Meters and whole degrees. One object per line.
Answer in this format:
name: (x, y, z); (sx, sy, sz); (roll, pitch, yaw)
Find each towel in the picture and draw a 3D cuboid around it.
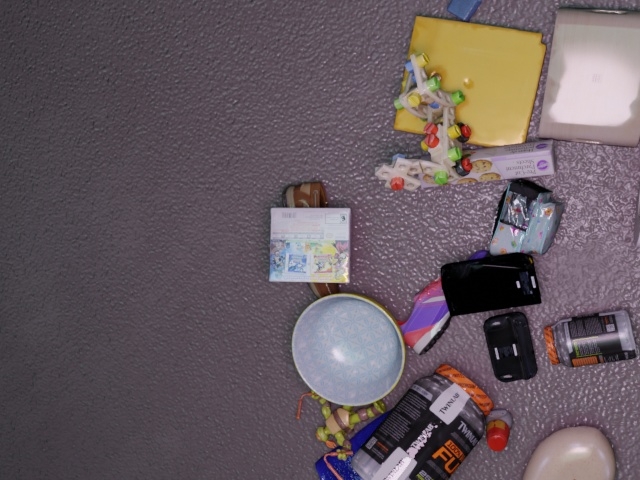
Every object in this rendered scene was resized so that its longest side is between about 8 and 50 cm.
towel: (0.361, -0.591, 1.831); (0.067, 0.029, 0.119); (37, 105, 15)
towel: (0.153, 0.605, 1.989); (0.308, 0.076, 0.227); (-40, 82, 18)

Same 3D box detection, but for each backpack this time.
backpack: (0.476, -0.033, 1.770); (0.144, 0.166, 0.188); (29, 108, 20)

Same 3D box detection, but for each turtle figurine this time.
turtle figurine: (0.067, 0.478, 1.992); (0.217, 0.087, 0.269); (-39, 50, 13)

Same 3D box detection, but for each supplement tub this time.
supplement tub: (0.626, 0.230, 1.766); (0.191, 0.117, 0.116); (-12, 91, 20)
supplement tub: (0.250, 0.476, 1.827); (0.207, 0.207, 0.338); (39, 80, 12)

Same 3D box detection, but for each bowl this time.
bowl: (0.087, 0.261, 1.935); (0.290, 0.156, 0.289); (3, 99, 18)

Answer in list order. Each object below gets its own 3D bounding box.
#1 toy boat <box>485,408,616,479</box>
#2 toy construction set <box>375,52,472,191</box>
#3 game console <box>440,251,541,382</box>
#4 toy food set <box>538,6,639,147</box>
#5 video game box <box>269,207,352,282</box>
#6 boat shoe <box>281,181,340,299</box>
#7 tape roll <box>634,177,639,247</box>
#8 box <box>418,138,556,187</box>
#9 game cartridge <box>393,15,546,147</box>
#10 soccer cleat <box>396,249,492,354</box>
toy boat: (0.540, 0.517, 1.823); (0.318, 0.148, 0.267); (31, 109, 7)
toy construction set: (0.245, -0.245, 1.739); (0.151, 0.215, 0.327); (-8, 57, 46)
game console: (0.421, 0.194, 1.795); (0.213, 0.044, 0.361); (-10, 118, 18)
toy food set: (0.634, -0.371, 1.734); (0.220, 0.092, 0.305); (9, 106, 18)
video game box: (-0.023, 0.012, 1.895); (0.205, 0.048, 0.186); (1, 85, 12)
boat shoe: (0.000, 0.000, 1.967); (0.120, 0.122, 0.323); (-18, 90, 17)
tape roll: (0.736, -0.119, 1.606); (0.100, 0.286, 0.286); (8, 98, 18)
box: (0.392, -0.182, 1.813); (0.324, 0.063, 0.067); (-4, 121, 25)
game cartridge: (0.362, -0.380, 1.844); (0.324, 0.053, 0.285); (14, 99, 15)
soccer cleat: (0.302, 0.136, 1.881); (0.116, 0.109, 0.318); (40, 109, 16)
